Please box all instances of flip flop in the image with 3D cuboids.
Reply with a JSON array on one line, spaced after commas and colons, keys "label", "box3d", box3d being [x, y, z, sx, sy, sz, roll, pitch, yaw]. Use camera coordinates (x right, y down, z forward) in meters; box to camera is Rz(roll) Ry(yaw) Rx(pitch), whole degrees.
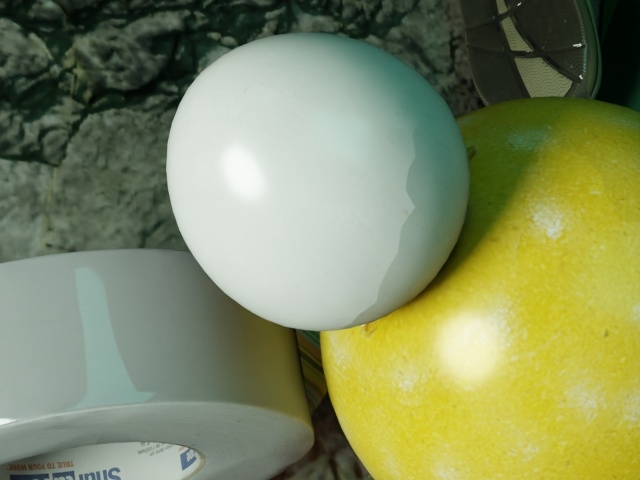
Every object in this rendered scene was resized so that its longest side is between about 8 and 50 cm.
[{"label": "flip flop", "box3d": [0.148, -0.189, 1.152, 0.080, 0.112, 0.277, 27, 49, -47]}]

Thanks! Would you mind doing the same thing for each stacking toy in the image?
[{"label": "stacking toy", "box3d": [0.122, 0.042, 0.778, 0.480, 0.351, 0.350, 35, 51, -37]}]

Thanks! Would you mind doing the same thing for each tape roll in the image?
[{"label": "tape roll", "box3d": [-0.115, 0.078, 0.785, 0.219, 0.219, 0.072, 0, 66, -29]}]

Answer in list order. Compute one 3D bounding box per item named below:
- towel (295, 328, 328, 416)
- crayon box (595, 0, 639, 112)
[{"label": "towel", "box3d": [0.000, 0.000, 1.017, 0.102, 0.021, 0.237, 42, 52, -12]}, {"label": "crayon box", "box3d": [0.381, -0.117, 1.235, 0.363, 0.106, 0.313, 23, 57, -18]}]
